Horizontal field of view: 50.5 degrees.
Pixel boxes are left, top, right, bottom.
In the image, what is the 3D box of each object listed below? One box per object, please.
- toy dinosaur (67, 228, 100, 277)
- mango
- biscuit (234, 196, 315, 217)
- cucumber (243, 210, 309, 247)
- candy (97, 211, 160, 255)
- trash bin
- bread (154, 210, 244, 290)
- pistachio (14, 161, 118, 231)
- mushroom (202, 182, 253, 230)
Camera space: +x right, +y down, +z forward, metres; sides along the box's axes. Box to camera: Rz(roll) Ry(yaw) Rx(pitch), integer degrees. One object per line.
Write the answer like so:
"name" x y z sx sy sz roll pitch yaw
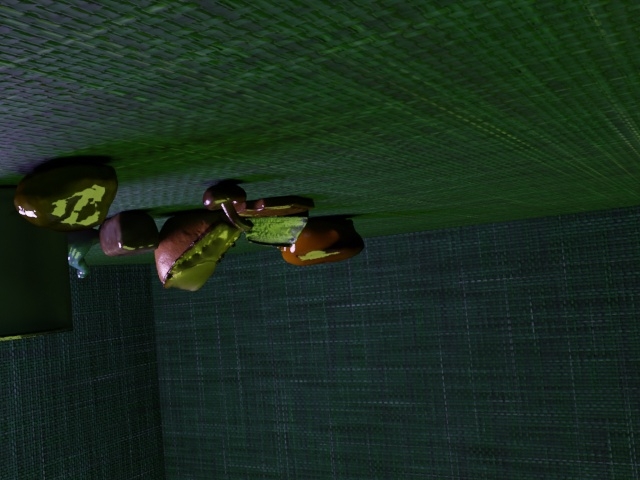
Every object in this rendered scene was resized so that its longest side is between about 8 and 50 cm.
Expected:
"toy dinosaur" -0.650 -0.013 1.692 0.383 0.129 0.331 -17 162 -28
"mango" 0.000 0.000 2.236 0.287 0.152 0.201 -7 167 -13
"biscuit" -0.134 -0.077 1.697 0.215 0.034 0.182 -6 176 23
"cucumber" -0.123 -0.044 1.916 0.193 0.086 0.115 -4 133 4
"candy" -0.486 -0.013 1.708 0.104 0.102 0.234 -3 175 -31
"trash bin" -0.568 0.046 1.227 0.217 0.262 0.277 -7 177 23
"bread" -0.336 0.006 1.789 0.262 0.162 0.204 -48 165 9
"pistachio" -0.387 -0.063 1.018 0.189 0.100 0.110 -5 -179 27
"mushroom" -0.177 -0.071 1.338 0.088 0.073 0.129 -21 136 22
